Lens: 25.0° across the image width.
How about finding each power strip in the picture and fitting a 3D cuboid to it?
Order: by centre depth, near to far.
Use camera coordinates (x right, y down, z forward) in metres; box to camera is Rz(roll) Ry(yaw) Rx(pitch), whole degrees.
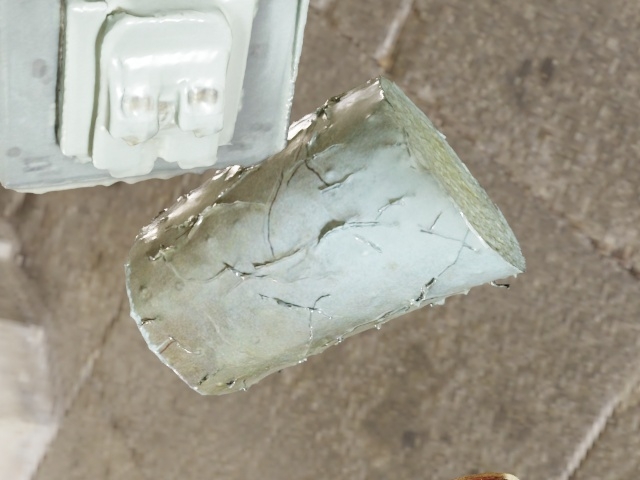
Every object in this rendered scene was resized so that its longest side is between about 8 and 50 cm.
[{"bbox_3d":[-0.100,-0.095,0.877,0.213,0.198,0.064,99,154,-47],"label":"power strip"}]

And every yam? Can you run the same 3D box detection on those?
[{"bbox_3d":[0.000,0.000,1.399,0.348,0.241,0.241,-27,55,19],"label":"yam"}]

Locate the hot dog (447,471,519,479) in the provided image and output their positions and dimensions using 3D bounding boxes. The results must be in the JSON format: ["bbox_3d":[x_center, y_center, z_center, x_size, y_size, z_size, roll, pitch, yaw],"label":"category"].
[{"bbox_3d":[0.115,0.316,1.613,0.236,0.062,0.092,-21,39,15],"label":"hot dog"}]
